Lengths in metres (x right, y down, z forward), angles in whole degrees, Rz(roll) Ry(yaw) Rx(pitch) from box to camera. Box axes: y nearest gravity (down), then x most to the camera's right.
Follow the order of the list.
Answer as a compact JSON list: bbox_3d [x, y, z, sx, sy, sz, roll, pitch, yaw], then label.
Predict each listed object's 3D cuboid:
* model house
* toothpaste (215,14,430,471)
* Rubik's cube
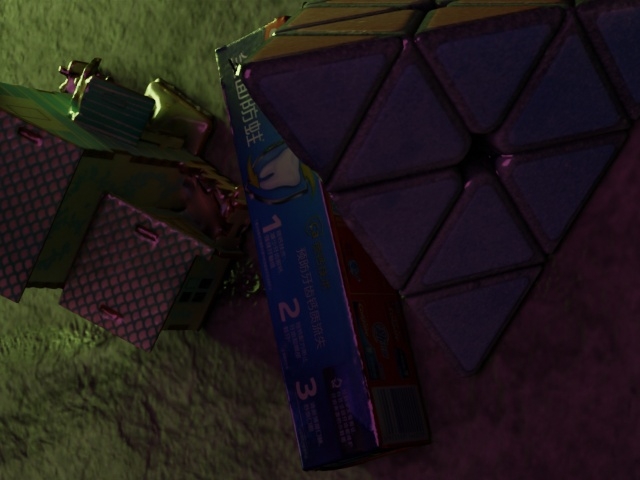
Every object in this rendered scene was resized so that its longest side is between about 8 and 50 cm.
[{"bbox_3d":[-0.201,-0.049,1.210,0.271,0.206,0.178,41,113,34],"label":"model house"},{"bbox_3d":[-0.001,0.001,1.135,0.076,0.066,0.320,-21,74,37],"label":"toothpaste"},{"bbox_3d":[0.074,-0.088,1.025,0.233,0.228,0.228,30,65,0],"label":"Rubik's cube"}]
